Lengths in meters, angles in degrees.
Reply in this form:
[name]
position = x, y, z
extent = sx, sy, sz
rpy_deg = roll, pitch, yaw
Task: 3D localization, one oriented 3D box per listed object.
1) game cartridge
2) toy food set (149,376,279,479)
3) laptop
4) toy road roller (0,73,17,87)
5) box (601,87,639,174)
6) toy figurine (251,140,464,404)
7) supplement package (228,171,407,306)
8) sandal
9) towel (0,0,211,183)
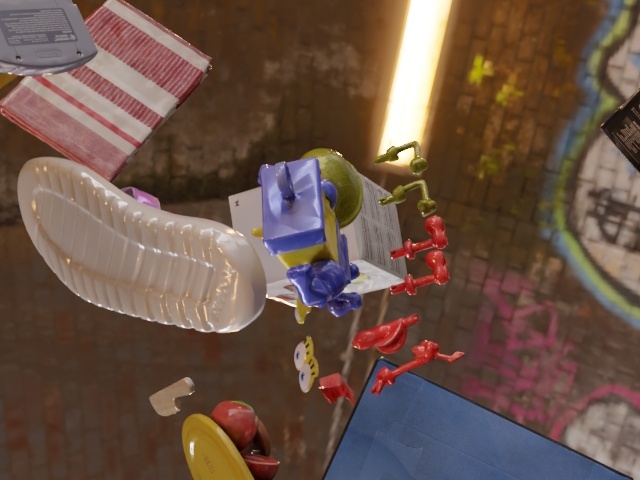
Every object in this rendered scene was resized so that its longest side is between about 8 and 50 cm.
[game cartridge]
position = -0.194, -0.138, 0.723
extent = 0.083, 0.056, 0.017
rpy_deg = -16, -17, -47
[toy food set]
position = -0.060, 0.205, 0.946
extent = 0.071, 0.218, 0.128
rpy_deg = -25, -12, -29
[laptop]
position = 0.168, 0.401, 1.238
extent = 0.408, 0.382, 0.236
rpy_deg = -70, 7, -66
[toy road roller]
position = -0.415, -0.202, 1.135
extent = 0.202, 0.240, 0.329
rpy_deg = -37, -21, -16
[box]
position = 0.424, -0.097, 1.099
extent = 0.051, 0.220, 0.175
rpy_deg = -17, -26, -47
[toy figurine]
position = 0.016, -0.034, 1.151
extent = 0.217, 0.191, 0.362
rpy_deg = 56, -156, -45
[supplement package]
position = 0.000, 0.000, 1.608
extent = 0.203, 0.194, 0.149
rpy_deg = 25, -127, -63
[sandal]
position = -0.209, 0.007, 1.270
extent = 0.102, 0.416, 0.169
rpy_deg = -21, -55, -46
[towel]
position = -0.372, -0.272, 1.885
extent = 0.329, 0.237, 0.037
rpy_deg = -54, -3, -31
